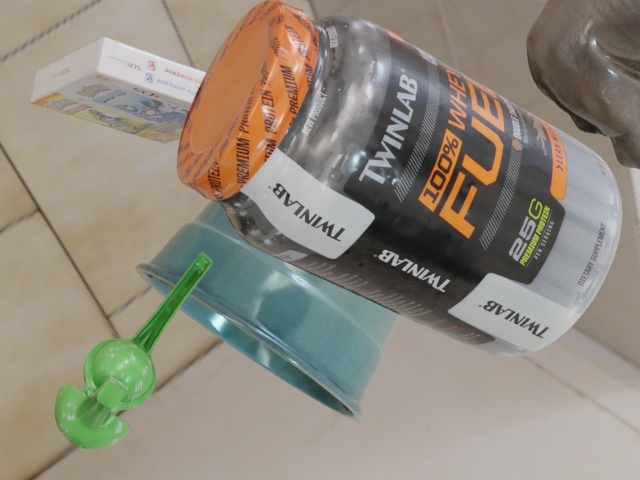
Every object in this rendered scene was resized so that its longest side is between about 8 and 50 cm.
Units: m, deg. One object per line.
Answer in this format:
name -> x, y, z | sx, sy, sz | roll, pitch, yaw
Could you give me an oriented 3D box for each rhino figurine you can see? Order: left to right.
rhino figurine -> 0.184, -0.144, 0.505 | 0.106, 0.073, 0.243 | 28, 121, -4

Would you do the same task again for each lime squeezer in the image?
lime squeezer -> -0.145, 0.087, 0.812 | 0.058, 0.310, 0.110 | 22, 104, 0

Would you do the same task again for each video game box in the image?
video game box -> -0.213, -0.169, 1.298 | 0.187, 0.205, 0.048 | 18, 77, -32

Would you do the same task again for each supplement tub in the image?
supplement tub -> 0.065, -0.051, 0.932 | 0.338, 0.207, 0.207 | 25, 98, -24

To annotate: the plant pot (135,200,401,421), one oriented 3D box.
plant pot -> 0.000, 0.000, 1.429 | 0.334, 0.341, 0.341 | -55, 133, -11
